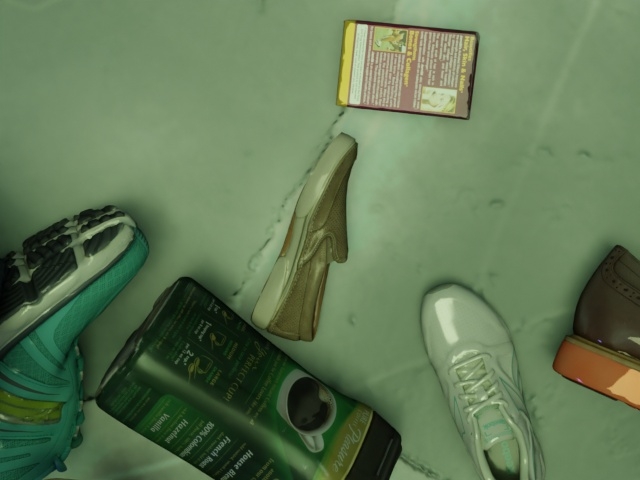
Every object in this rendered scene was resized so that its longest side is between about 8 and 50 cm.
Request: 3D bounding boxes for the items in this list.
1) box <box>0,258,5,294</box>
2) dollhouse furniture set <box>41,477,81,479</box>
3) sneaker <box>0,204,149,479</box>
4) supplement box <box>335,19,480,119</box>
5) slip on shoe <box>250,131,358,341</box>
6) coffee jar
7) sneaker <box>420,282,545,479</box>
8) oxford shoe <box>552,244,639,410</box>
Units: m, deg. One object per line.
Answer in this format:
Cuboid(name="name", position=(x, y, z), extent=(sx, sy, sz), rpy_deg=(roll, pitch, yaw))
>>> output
Cuboid(name="box", position=(-0.382, 0.046, 0.761), extent=(0.395, 0.293, 0.212), rpy_deg=(36, 108, -23))
Cuboid(name="dollhouse furniture set", position=(-0.205, 0.276, 0.903), extent=(0.242, 0.161, 0.212), rpy_deg=(-33, 59, 29))
Cuboid(name="sneaker", position=(-0.192, 0.094, 0.983), extent=(0.110, 0.107, 0.275), rpy_deg=(35, 102, -20))
Cuboid(name="supplement box", position=(0.053, -0.105, 0.963), extent=(0.083, 0.043, 0.055), rpy_deg=(7, 96, 3))
Cuboid(name="slip on shoe", position=(0.000, 0.000, 0.972), extent=(0.041, 0.051, 0.135), rpy_deg=(25, 99, 6))
Cuboid(name="coffee jar", position=(-0.039, 0.111, 0.958), extent=(0.184, 0.096, 0.079), rpy_deg=(36, 128, -5))
Cuboid(name="sneaker", position=(0.105, 0.098, 0.973), extent=(0.053, 0.061, 0.152), rpy_deg=(-22, 93, 7))
Cuboid(name="oxford shoe", position=(0.284, 0.084, 0.947), extent=(0.271, 0.097, 0.098), rpy_deg=(20, 90, 1))
